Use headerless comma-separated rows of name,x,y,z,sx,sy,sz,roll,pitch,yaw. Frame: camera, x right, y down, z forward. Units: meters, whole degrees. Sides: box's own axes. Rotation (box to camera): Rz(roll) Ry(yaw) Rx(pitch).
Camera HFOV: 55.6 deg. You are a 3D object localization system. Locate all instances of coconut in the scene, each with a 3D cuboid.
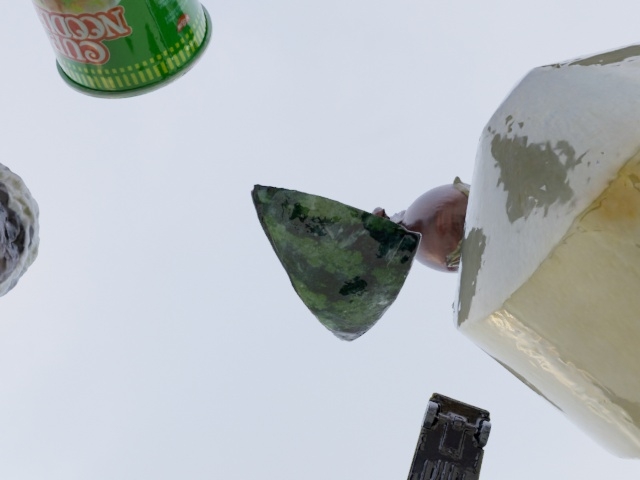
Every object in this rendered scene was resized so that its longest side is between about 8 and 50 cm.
coconut,0.244,-0.003,0.451,0.323,0.323,0.322,-5,-67,-11

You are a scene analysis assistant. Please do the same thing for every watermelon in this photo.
watermelon,-0.007,0.015,0.721,0.207,0.202,0.136,35,-103,-7

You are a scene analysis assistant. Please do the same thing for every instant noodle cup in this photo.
instant noodle cup,-0.248,-0.314,0.674,0.207,0.207,0.232,-20,-34,-4

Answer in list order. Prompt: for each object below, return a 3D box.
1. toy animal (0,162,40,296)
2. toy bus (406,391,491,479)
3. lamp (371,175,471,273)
toy animal,-0.235,0.011,0.372,0.098,0.098,0.137,40,-77,-24
toy bus,0.248,0.493,1.249,0.145,0.331,0.151,19,-40,11
lamp,0.192,-0.010,1.018,0.223,0.215,0.150,-26,-103,34
